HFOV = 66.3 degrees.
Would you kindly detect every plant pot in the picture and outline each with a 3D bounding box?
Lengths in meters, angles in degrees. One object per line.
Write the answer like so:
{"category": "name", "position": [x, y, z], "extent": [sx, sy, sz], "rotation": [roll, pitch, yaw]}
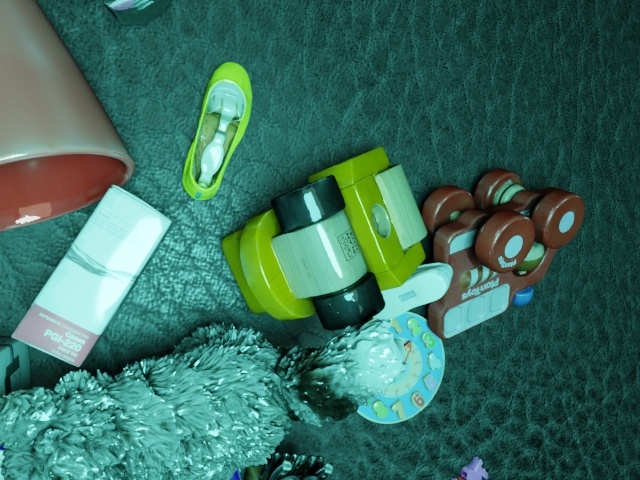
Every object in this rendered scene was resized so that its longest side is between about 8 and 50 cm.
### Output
{"category": "plant pot", "position": [-0.404, -0.160, 0.596], "extent": [0.275, 0.275, 0.243], "rotation": [-21, 88, -16]}

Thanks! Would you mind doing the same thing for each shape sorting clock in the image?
{"category": "shape sorting clock", "position": [0.135, 0.228, 0.878], "extent": [0.206, 0.040, 0.206], "rotation": [0, 91, -17]}

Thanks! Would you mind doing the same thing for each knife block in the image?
{"category": "knife block", "position": [-0.061, 0.439, 0.715], "extent": [0.088, 0.242, 0.275], "rotation": [13, 87, -17]}

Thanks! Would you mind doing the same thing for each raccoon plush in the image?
{"category": "raccoon plush", "position": [-0.163, 0.179, 0.567], "extent": [0.299, 0.446, 0.216], "rotation": [5, 51, -55]}

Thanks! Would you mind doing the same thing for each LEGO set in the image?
{"category": "LEGO set", "position": [0.374, 0.493, 0.937], "extent": [0.227, 0.087, 0.093], "rotation": [37, 81, -16]}

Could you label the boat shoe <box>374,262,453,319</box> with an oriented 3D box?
{"category": "boat shoe", "position": [0.139, 0.080, 0.823], "extent": [0.066, 0.184, 0.063], "rotation": [56, 42, 0]}

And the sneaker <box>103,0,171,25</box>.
{"category": "sneaker", "position": [-0.253, -0.395, 0.736], "extent": [0.178, 0.072, 0.077], "rotation": [-42, 91, -21]}

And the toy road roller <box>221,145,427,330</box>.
{"category": "toy road roller", "position": [0.000, 0.000, 0.776], "extent": [0.329, 0.241, 0.202], "rotation": [-32, 103, -52]}

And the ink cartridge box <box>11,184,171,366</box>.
{"category": "ink cartridge box", "position": [-0.298, 0.042, 0.674], "extent": [0.092, 0.158, 0.218], "rotation": [31, 82, -14]}

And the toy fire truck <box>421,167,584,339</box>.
{"category": "toy fire truck", "position": [0.320, 0.025, 0.880], "extent": [0.302, 0.169, 0.254], "rotation": [-19, 121, -24]}

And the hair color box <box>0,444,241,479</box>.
{"category": "hair color box", "position": [-0.303, 0.400, 0.709], "extent": [0.339, 0.110, 0.185], "rotation": [18, 87, -16]}

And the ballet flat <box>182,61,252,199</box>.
{"category": "ballet flat", "position": [-0.154, -0.173, 0.758], "extent": [0.077, 0.077, 0.231], "rotation": [18, 86, -17]}

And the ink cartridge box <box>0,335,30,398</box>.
{"category": "ink cartridge box", "position": [-0.466, 0.178, 0.599], "extent": [0.153, 0.208, 0.087], "rotation": [-2, 89, -18]}
